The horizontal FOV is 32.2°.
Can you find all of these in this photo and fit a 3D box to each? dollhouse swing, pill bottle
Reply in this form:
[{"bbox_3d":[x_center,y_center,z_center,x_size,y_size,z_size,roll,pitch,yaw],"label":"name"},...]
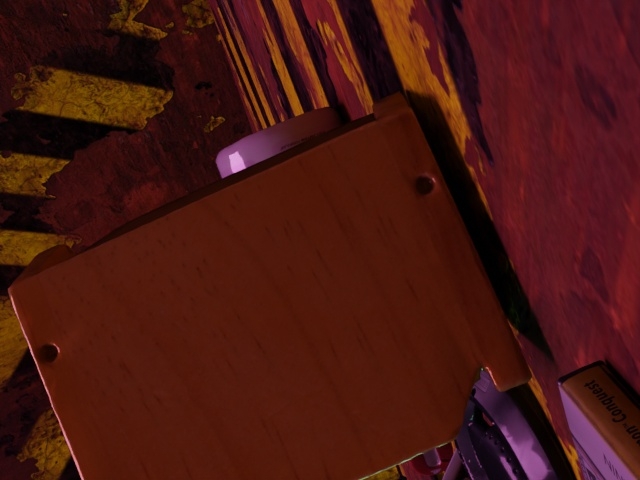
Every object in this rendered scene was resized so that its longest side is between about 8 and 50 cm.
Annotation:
[{"bbox_3d":[-0.035,0.056,0.984,0.305,0.347,0.315,31,-145,-81],"label":"dollhouse swing"},{"bbox_3d":[0.000,0.000,1.386,0.169,0.169,0.301,-173,60,-86],"label":"pill bottle"}]

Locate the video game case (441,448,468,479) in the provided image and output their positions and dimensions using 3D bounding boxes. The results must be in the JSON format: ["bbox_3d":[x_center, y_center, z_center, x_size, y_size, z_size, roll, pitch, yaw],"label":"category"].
[{"bbox_3d":[0.173,0.378,1.527,0.019,0.157,0.143,18,151,23],"label":"video game case"}]

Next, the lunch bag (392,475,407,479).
[{"bbox_3d":[0.172,0.559,2.096,0.303,0.115,0.243,77,168,-81],"label":"lunch bag"}]

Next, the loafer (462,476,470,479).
[{"bbox_3d":[0.206,0.400,1.422,0.111,0.112,0.319,50,169,35],"label":"loafer"}]

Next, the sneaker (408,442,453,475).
[{"bbox_3d":[0.122,0.205,1.534,0.128,0.087,0.221,-106,5,-65],"label":"sneaker"}]

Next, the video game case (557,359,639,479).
[{"bbox_3d":[0.227,0.239,0.629,0.248,0.035,0.275,-120,9,-62],"label":"video game case"}]

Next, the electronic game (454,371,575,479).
[{"bbox_3d":[0.180,0.209,1.011,0.229,0.048,0.229,61,167,24],"label":"electronic game"}]
